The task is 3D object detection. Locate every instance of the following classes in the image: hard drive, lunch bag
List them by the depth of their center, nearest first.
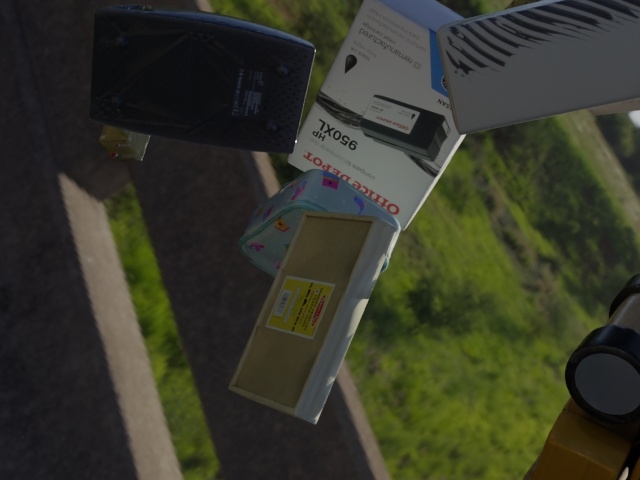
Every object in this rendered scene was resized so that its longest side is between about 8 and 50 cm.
[{"bbox_3d":[-0.143,-0.196,1.209,0.254,0.172,0.054,9,41,-6],"label":"hard drive"},{"bbox_3d":[0.000,0.000,1.800,0.224,0.279,0.108,38,57,-16],"label":"lunch bag"}]

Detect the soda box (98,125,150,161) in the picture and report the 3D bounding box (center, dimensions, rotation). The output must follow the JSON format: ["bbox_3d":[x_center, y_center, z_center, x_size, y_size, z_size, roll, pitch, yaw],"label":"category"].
[{"bbox_3d":[-0.320,-0.224,1.738,0.061,0.058,0.181,63,32,-52],"label":"soda box"}]

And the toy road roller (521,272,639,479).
[{"bbox_3d":[0.380,0.219,1.101,0.240,0.330,0.202,28,35,22],"label":"toy road roller"}]

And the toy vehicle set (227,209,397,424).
[{"bbox_3d":[-0.014,0.090,1.302,0.035,0.267,0.166,30,-12,-33],"label":"toy vehicle set"}]

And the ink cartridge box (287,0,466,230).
[{"bbox_3d":[0.149,-0.261,1.969,0.285,0.395,0.166,31,34,5],"label":"ink cartridge box"}]

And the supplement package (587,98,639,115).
[{"bbox_3d":[0.433,-0.284,1.267,0.177,0.293,0.175,30,74,-33],"label":"supplement package"}]

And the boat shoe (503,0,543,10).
[{"bbox_3d":[0.315,-0.242,1.050,0.098,0.277,0.096,-51,120,-29],"label":"boat shoe"}]

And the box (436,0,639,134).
[{"bbox_3d":[0.243,-0.167,0.854,0.113,0.275,0.094,-58,135,-73],"label":"box"}]
